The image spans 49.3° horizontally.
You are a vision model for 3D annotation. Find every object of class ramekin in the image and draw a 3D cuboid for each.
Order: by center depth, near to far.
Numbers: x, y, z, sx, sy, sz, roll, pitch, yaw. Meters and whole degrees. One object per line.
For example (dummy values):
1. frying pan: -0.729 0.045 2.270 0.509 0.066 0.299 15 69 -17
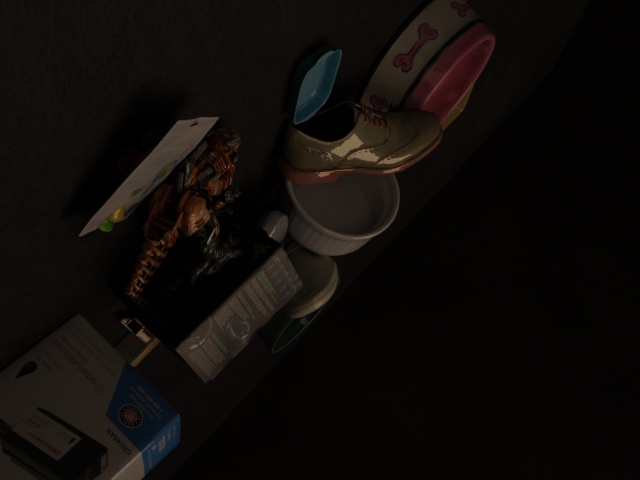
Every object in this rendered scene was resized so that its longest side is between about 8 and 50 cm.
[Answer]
1. ramekin: 0.031 -0.099 1.618 0.277 0.277 0.135 -40 172 -34

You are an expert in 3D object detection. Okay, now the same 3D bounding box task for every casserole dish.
1. casserole dish: -0.018 -0.304 1.348 0.114 0.037 0.188 -42 167 -27

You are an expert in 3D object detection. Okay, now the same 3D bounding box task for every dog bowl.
1. dog bowl: 0.272 -0.413 1.748 0.408 0.150 0.408 -45 168 -12

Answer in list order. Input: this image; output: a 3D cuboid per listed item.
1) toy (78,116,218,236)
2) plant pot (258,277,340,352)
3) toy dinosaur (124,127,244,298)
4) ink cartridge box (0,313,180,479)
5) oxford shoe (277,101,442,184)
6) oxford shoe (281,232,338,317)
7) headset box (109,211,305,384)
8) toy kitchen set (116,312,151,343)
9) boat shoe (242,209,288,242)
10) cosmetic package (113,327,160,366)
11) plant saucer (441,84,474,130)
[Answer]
1. toy: -0.266 -0.110 1.033 0.237 0.056 0.137 -47 178 20
2. plant pot: -0.111 0.160 2.077 0.293 0.196 0.293 -46 168 -12
3. toy dinosaur: -0.233 -0.047 1.164 0.322 0.164 0.218 -39 157 -25
4. ink cartridge box: -0.486 0.371 1.219 0.395 0.285 0.166 -42 165 -30
5. oxford shoe: 0.103 -0.230 1.515 0.396 0.140 0.147 -18 146 -21
6. oxford shoe: -0.054 0.036 1.699 0.169 0.130 0.449 -25 -154 11
7. headset box: -0.207 0.082 1.326 0.283 0.246 0.131 -44 137 -17
8. toy kitchen set: -0.377 0.156 1.465 0.075 0.083 0.068 -46 126 -11
9. boat shoe: -0.166 0.014 1.608 0.121 0.119 0.335 -53 177 -31
10. cosmetic package: -0.405 0.225 1.586 0.115 0.060 0.041 -45 168 -9
11. plant saucer: 0.351 -0.410 2.191 0.333 0.081 0.333 -45 167 -13
